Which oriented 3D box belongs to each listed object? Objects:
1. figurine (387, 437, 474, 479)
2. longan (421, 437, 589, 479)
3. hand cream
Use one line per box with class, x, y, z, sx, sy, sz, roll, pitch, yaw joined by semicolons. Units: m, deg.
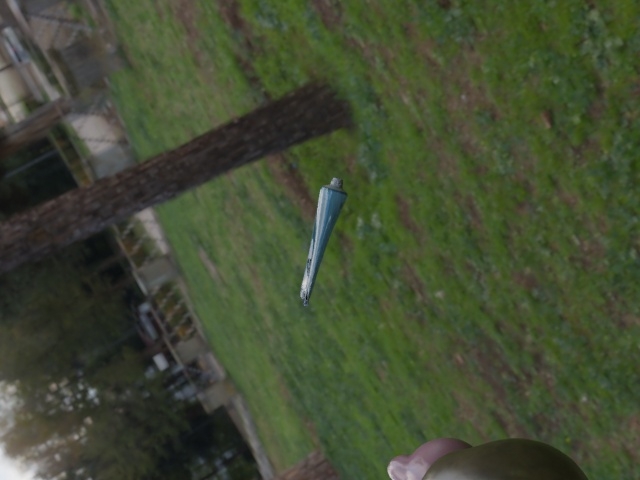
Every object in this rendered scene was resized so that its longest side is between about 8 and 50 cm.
figurine;0.321;0.599;2.355;0.269;0.211;0.261;53;174;-24
longan;0.317;0.481;1.655;0.319;0.319;0.319;55;166;20
hand cream;0.000;0.000;1.673;0.083;0.048;0.224;-129;54;-79
